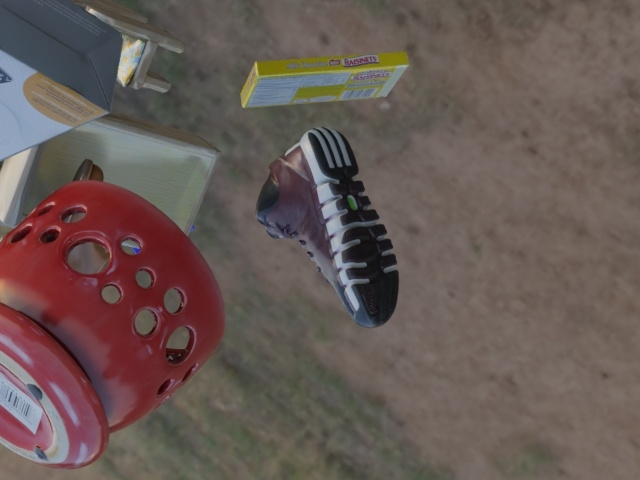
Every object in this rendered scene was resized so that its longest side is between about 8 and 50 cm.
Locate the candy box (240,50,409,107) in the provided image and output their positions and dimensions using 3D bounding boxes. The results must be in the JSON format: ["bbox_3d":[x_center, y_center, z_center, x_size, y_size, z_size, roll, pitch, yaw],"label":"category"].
[{"bbox_3d":[0.004,-0.211,1.734,0.105,0.205,0.027,126,135,-66],"label":"candy box"}]

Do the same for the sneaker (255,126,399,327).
[{"bbox_3d":[0.000,0.000,1.803,0.162,0.106,0.281,-26,75,40],"label":"sneaker"}]

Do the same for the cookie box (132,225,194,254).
[{"bbox_3d":[-0.238,-0.045,1.817,0.040,0.091,0.107,-116,0,-61],"label":"cookie box"}]

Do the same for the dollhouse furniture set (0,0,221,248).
[{"bbox_3d":[-0.356,-0.144,1.808,0.256,0.362,0.394,15,-166,-38],"label":"dollhouse furniture set"}]

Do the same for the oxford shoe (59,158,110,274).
[{"bbox_3d":[-0.279,-0.014,1.587,0.076,0.076,0.212,14,135,-8],"label":"oxford shoe"}]

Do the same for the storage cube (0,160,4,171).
[{"bbox_3d":[-0.590,-0.186,2.033,0.193,0.183,0.215,35,136,55],"label":"storage cube"}]

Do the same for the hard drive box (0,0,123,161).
[{"bbox_3d":[-0.327,-0.158,1.212,0.232,0.089,0.181,-17,146,38],"label":"hard drive box"}]

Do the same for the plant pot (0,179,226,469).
[{"bbox_3d":[-0.199,0.075,1.058,0.191,0.174,0.191,25,140,23],"label":"plant pot"}]
